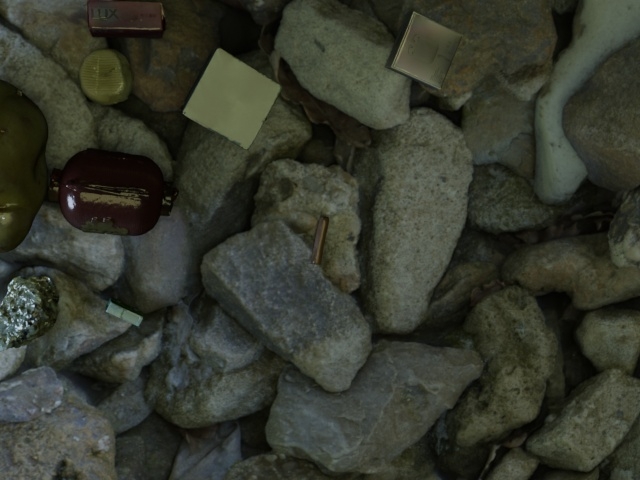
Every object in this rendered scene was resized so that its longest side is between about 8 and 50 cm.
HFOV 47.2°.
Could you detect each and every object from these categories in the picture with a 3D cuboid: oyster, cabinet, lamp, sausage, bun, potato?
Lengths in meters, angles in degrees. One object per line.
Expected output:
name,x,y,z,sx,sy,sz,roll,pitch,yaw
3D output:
oyster,-0.633,0.159,1.580,0.124,0.064,0.177,9,99,-10
cabinet,-0.186,-0.290,1.492,0.150,0.206,0.145,28,96,-17
lamp,-0.423,-0.098,1.502,0.258,0.180,0.180,6,102,-13
sausage,0.000,0.000,1.698,0.026,0.026,0.116,9,100,-14
bun,-0.435,-0.333,1.500,0.115,0.069,0.115,0,89,3
potato,-0.645,-0.143,1.432,0.218,0.202,0.351,5,110,-2

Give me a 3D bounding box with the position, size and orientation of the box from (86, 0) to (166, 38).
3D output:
box,-0.387,-0.440,1.463,0.156,0.111,0.060,-1,96,-13

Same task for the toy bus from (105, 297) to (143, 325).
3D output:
toy bus,-0.438,0.160,1.633,0.083,0.037,0.031,28,95,-16

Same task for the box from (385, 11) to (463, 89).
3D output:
box,0.231,-0.423,1.635,0.129,0.051,0.130,20,97,-16
